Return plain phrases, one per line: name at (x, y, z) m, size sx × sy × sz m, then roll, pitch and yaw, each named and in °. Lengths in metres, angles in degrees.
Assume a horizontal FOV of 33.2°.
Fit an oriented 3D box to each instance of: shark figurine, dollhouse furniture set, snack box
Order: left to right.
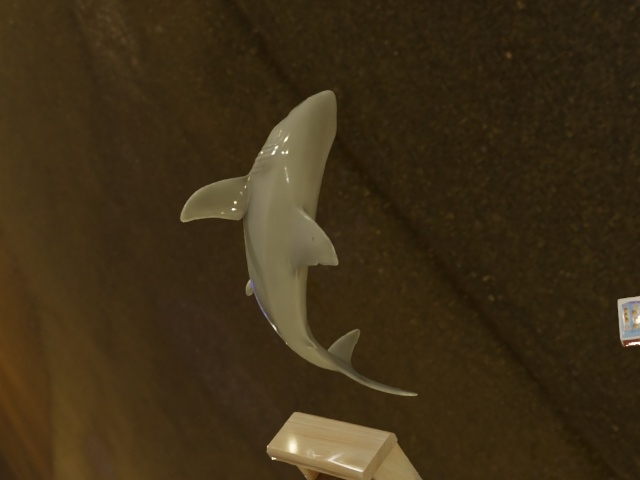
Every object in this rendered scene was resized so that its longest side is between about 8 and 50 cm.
dollhouse furniture set at (-0.021, 0.437, 1.239) m, size 0.362 × 0.394 × 0.256 m, roll 2°, pitch 133°, yaw 49°
shark figurine at (-0.008, 0.028, 0.909) m, size 0.116 × 0.166 × 0.278 m, roll 10°, pitch 117°, yaw 50°
snack box at (0.475, 0.094, 1.382) m, size 0.178 × 0.064 × 0.022 m, roll -10°, pitch 143°, yaw 23°
